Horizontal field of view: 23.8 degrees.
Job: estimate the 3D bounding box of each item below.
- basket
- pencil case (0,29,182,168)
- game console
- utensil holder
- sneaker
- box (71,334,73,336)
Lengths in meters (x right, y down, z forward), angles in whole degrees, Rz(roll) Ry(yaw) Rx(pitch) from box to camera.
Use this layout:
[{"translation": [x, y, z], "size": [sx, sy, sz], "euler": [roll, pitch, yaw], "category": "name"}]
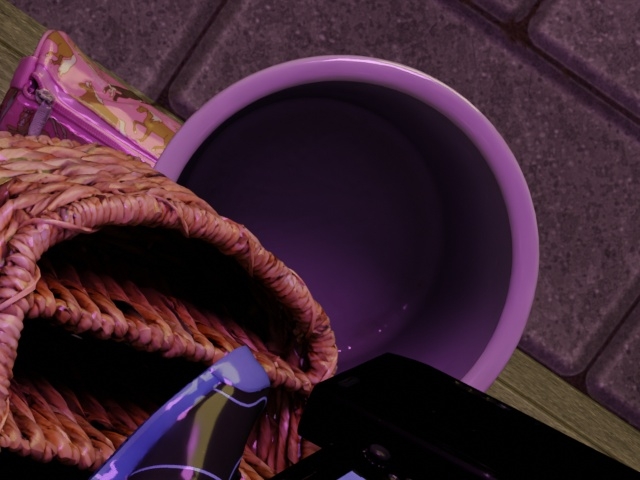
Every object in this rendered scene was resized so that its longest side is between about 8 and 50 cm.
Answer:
[{"translation": [-0.109, 0.082, 0.920], "size": [0.299, 0.213, 0.223], "euler": [25, 11, -49], "category": "basket"}, {"translation": [-0.194, -0.078, 1.760], "size": [0.386, 0.160, 0.167], "euler": [35, 41, -5], "category": "pencil case"}, {"translation": [0.060, 0.148, 0.820], "size": [0.213, 0.044, 0.361], "euler": [26, 17, 20], "category": "game console"}, {"translation": [0.000, 0.000, 1.396], "size": [0.327, 0.327, 0.385], "euler": [34, 2, -6], "category": "utensil holder"}, {"translation": [-0.086, 0.151, 0.781], "size": [0.090, 0.081, 0.232], "euler": [45, 52, 0], "category": "sneaker"}, {"translation": [-0.252, 0.002, 1.152], "size": [0.181, 0.119, 0.182], "euler": [34, 8, -10], "category": "box"}]
